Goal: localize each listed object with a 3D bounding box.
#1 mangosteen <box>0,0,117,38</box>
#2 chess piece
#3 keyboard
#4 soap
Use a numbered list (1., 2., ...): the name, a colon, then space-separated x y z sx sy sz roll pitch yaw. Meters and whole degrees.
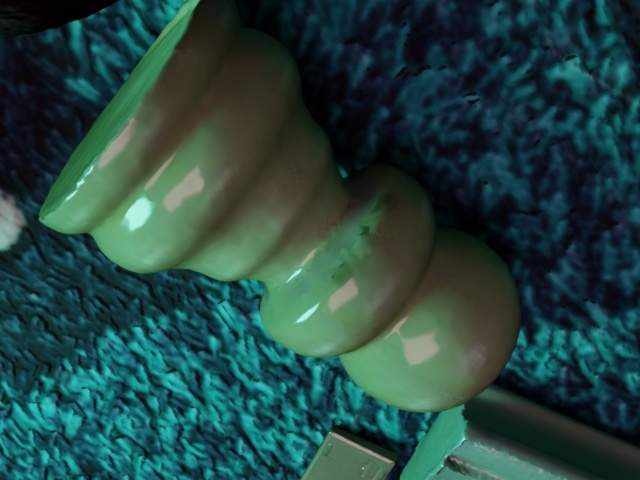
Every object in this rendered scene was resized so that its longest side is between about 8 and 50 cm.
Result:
1. mangosteen: -0.146 -0.213 0.281 0.297 0.297 0.313 -27 157 27
2. chess piece: 0.000 0.000 0.507 0.251 0.144 0.144 36 124 -18
3. keyboard: 0.003 0.198 0.710 0.055 0.017 0.166 26 126 0
4. soap: 0.160 0.174 0.627 0.198 0.063 0.114 24 128 -5
